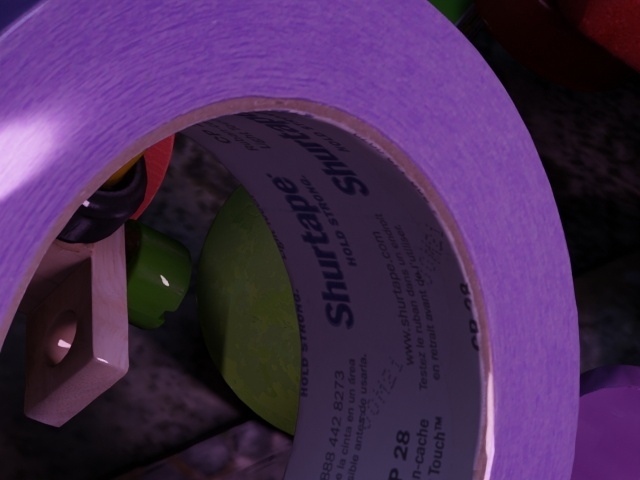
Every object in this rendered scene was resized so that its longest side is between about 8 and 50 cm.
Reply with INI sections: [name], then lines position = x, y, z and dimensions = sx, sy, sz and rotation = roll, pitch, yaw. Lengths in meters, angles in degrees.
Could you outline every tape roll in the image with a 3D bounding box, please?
[tape roll]
position = -0.043, 0.052, 0.485
dimensions = 0.090, 0.274, 0.275
rotation = 6, 26, 46

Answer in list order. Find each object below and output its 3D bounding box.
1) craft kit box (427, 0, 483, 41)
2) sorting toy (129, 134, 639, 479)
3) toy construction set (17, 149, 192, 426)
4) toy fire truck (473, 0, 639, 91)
[craft kit box]
position = -0.015, -0.187, 0.910
dimensions = 0.250, 0.061, 0.246
rotation = 31, 47, 8
[sorting toy]
position = 0.000, 0.000, 0.727
dimensions = 0.366, 0.127, 0.126
rotation = 30, 15, 3
[toy construction set]
position = -0.190, -0.011, 0.593
dimensions = 0.237, 0.257, 0.309
rotation = 17, 19, -32
[toy fire truck]
position = 0.235, -0.149, 0.834
dimensions = 0.254, 0.169, 0.302
rotation = 32, 41, -2
